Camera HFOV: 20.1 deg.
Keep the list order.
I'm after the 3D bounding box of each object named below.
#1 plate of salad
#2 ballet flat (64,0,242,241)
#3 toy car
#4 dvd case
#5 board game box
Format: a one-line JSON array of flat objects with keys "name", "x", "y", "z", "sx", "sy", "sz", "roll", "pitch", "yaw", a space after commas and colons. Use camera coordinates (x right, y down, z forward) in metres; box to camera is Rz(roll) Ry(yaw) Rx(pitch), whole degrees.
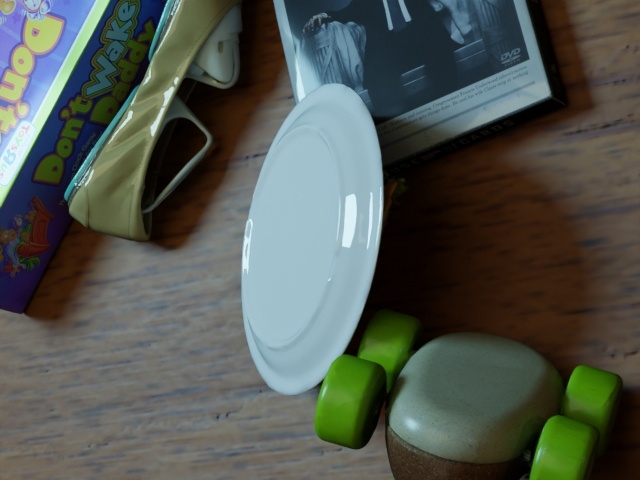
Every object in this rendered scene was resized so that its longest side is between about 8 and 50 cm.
[{"name": "plate of salad", "x": 0.000, "y": 0.000, "z": 1.144, "sx": 0.200, "sy": 0.048, "sz": 0.200, "roll": -31, "pitch": 55, "yaw": 58}, {"name": "ballet flat", "x": -0.097, "y": -0.105, "z": 1.267, "sx": 0.073, "sy": 0.080, "sz": 0.232, "roll": 29, "pitch": 97, "yaw": 5}, {"name": "toy car", "x": 0.077, "y": 0.159, "z": 1.067, "sx": 0.155, "sy": 0.149, "sz": 0.188, "roll": 15, "pitch": 112, "yaw": 15}, {"name": "dvd case", "x": 0.053, "y": -0.166, "z": 1.205, "sx": 0.179, "sy": 0.029, "sz": 0.239, "roll": -22, "pitch": 69, "yaw": 25}, {"name": "board game box", "x": -0.239, "y": -0.154, "z": 1.350, "sx": 0.233, "sy": 0.078, "sz": 0.347, "roll": 31, "pitch": 95, "yaw": 33}]
